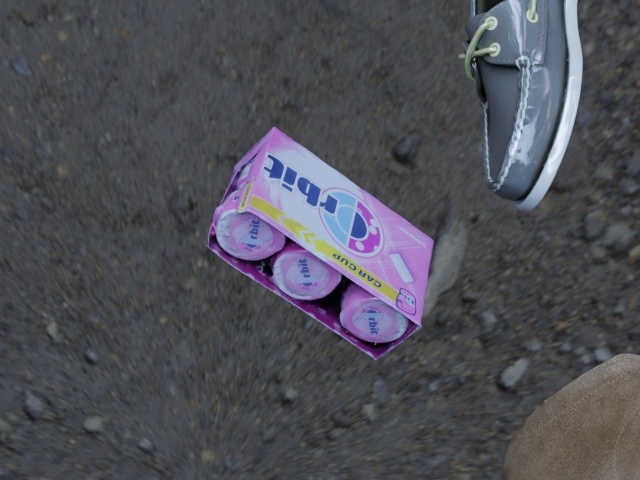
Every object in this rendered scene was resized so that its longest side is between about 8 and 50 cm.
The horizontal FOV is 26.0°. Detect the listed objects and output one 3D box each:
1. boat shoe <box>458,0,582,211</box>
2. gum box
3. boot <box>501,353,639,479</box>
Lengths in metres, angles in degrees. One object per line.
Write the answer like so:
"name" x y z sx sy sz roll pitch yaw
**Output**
"boat shoe" 0.160 -0.169 1.144 0.091 0.109 0.305 16 66 -15
"gum box" 0.000 0.000 1.151 0.188 0.062 0.107 35 39 -18
"boot" 0.139 0.189 0.856 0.305 0.112 0.115 -49 53 28
